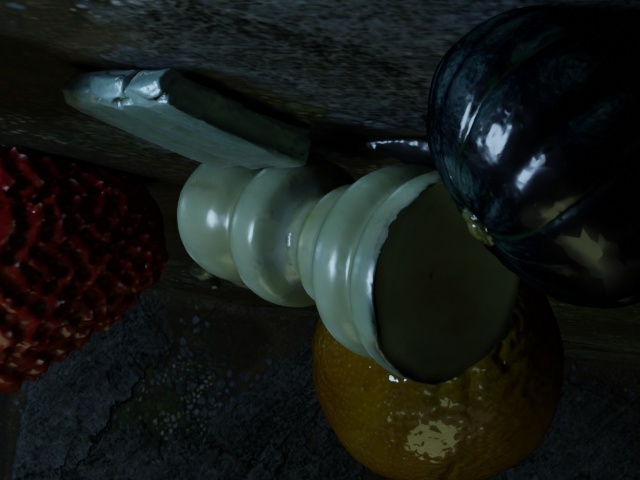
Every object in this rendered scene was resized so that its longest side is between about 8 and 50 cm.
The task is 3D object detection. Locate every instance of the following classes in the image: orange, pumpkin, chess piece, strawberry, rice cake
[{"bbox_3d":[0.146,0.153,1.746,0.322,0.322,0.357,7,164,2],"label":"orange"},{"bbox_3d":[0.141,-0.044,0.802,0.150,0.194,0.194,-26,159,20],"label":"pumpkin"},{"bbox_3d":[0.000,0.000,1.230,0.182,0.182,0.330,15,-179,-44],"label":"chess piece"},{"bbox_3d":[-0.345,0.008,1.532,0.351,0.267,0.312,-20,-147,-23],"label":"strawberry"},{"bbox_3d":[-0.106,-0.099,1.133,0.124,0.038,0.211,2,170,38],"label":"rice cake"}]

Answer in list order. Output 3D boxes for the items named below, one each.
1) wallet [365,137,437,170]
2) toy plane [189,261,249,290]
[{"bbox_3d":[0.231,-0.042,1.203,0.323,0.041,0.247,7,173,29],"label":"wallet"},{"bbox_3d":[-0.094,0.024,1.884,0.174,0.080,0.174,-10,169,-2],"label":"toy plane"}]
